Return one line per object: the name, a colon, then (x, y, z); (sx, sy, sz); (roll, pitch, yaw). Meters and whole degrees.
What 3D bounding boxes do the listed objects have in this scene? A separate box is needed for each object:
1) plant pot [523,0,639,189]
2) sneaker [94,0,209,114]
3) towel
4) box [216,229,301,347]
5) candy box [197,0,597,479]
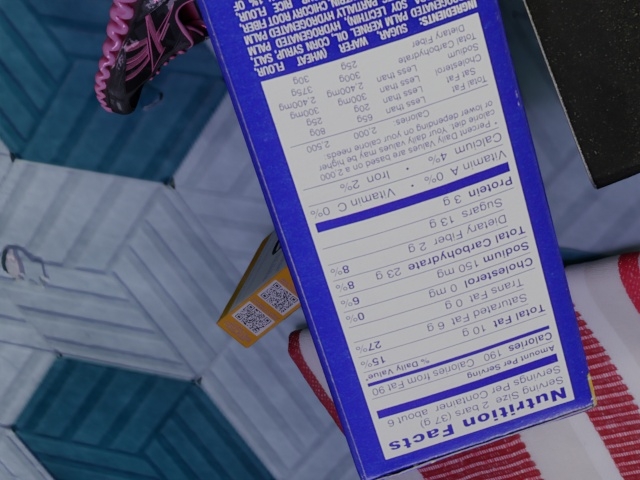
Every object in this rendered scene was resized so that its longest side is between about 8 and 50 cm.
plant pot: (0.171, -0.163, 0.822); (0.167, 0.188, 0.187); (-14, 122, 17)
sneaker: (-0.091, -0.113, 1.070); (0.057, 0.047, 0.119); (16, 135, -4)
towel: (0.165, 0.117, 1.153); (0.329, 0.037, 0.237); (-14, 120, 33)
box: (0.000, 0.000, 1.095); (0.028, 0.081, 0.136); (42, 133, -13)
candy box: (0.016, -0.101, 0.859); (0.122, 0.268, 0.317); (-16, 124, 3)
